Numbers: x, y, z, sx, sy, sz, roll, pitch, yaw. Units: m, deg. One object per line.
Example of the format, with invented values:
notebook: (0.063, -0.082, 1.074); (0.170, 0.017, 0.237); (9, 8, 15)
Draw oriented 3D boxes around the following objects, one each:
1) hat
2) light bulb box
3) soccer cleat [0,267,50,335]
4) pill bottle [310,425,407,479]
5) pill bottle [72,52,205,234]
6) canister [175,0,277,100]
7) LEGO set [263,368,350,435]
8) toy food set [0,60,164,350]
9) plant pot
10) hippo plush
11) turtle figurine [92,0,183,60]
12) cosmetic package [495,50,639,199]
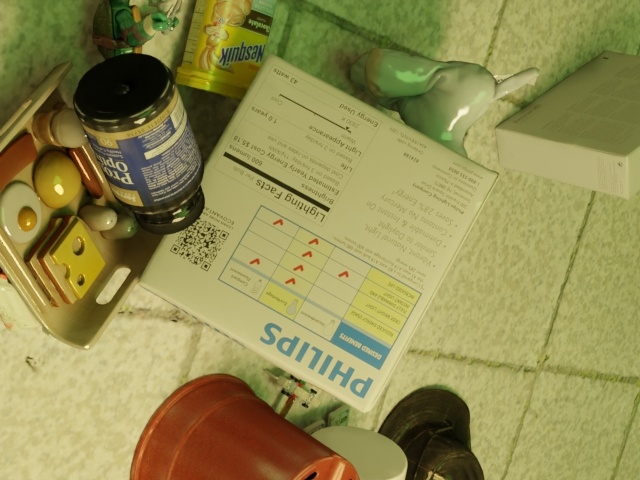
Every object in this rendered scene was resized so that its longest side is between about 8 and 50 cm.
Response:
hat: (0.234, 0.444, 2.310); (0.331, 0.134, 0.331); (-19, 117, -42)
light bulb box: (0.000, 0.000, 1.675); (0.361, 0.358, 0.225); (-60, 173, -7)
soccer cleat: (-0.399, 0.078, 1.547); (0.196, 0.068, 0.076); (20, 92, -51)
pill bottle: (0.025, 0.509, 2.023); (0.210, 0.210, 0.363); (-11, 121, -44)
pill bottle: (-0.212, -0.111, 1.482); (0.123, 0.123, 0.219); (-46, 145, -25)
canister: (-0.127, -0.287, 1.691); (0.126, 0.073, 0.170); (9, 97, -48)
LEGO set: (-0.019, 0.269, 2.054); (0.182, 0.060, 0.244); (-24, 130, -44)
toy food set: (-0.312, -0.040, 1.526); (0.220, 0.092, 0.306); (-61, 141, -38)
plant pot: (-0.098, 0.371, 1.828); (0.272, 0.265, 0.272); (-20, 118, -42)
hippo plush: (0.177, -0.164, 1.910); (0.234, 0.294, 0.236); (-18, 116, -82)
turtle figurine: (-0.235, -0.261, 1.560); (0.175, 0.118, 0.234); (-78, 171, -69)
cosmetic package: (0.558, -0.229, 2.284); (0.377, 0.284, 0.097); (-34, 129, -33)
